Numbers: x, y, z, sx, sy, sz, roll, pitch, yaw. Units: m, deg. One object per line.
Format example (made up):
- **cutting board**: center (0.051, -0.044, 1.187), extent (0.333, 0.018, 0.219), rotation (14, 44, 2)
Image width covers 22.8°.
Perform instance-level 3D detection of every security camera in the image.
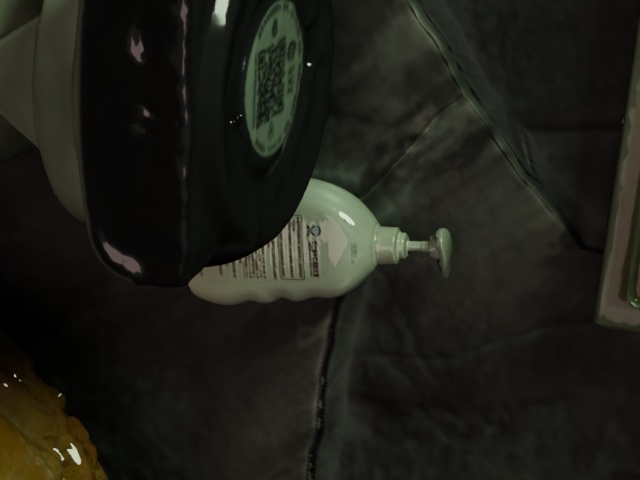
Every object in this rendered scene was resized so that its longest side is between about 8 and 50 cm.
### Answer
- **security camera**: center (-0.148, -0.099, 0.832), extent (0.277, 0.191, 0.197), rotation (8, 114, 17)

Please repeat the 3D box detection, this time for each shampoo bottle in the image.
- **shampoo bottle**: center (0.000, 0.000, 0.894), extent (0.152, 0.045, 0.077), rotation (1, 105, 18)

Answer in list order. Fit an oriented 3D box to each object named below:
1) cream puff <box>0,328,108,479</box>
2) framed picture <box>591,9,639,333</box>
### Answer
- **cream puff**: center (-0.273, 0.175, 0.927), extent (0.343, 0.231, 0.327), rotation (22, 110, 12)
- **framed picture**: center (0.375, -0.074, 0.771), extent (0.446, 0.028, 0.326), rotation (10, 109, 13)
